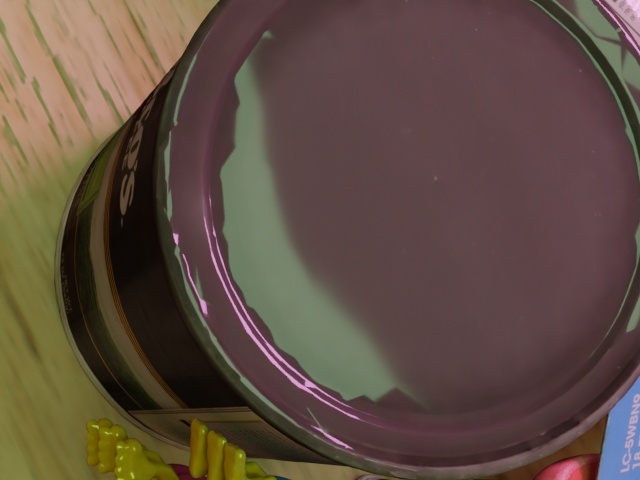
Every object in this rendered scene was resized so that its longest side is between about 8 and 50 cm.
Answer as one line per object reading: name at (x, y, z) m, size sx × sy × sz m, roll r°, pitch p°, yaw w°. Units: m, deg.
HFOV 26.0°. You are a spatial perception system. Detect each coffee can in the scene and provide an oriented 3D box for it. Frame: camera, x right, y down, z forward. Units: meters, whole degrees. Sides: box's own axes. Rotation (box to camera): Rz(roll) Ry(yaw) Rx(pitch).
coffee can at (0.000, 0.000, 0.611) m, size 0.201 × 0.275 × 0.202 m, roll 3°, pitch 82°, yaw -18°

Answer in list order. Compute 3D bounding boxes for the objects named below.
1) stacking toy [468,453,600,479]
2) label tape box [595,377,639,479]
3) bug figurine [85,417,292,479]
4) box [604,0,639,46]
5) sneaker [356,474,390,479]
stacking toy at (0.072, 0.260, 0.638) m, size 0.279 × 0.130 × 0.309 m, roll 11°, pitch 71°, yaw -54°
label tape box at (0.294, 0.010, 0.692) m, size 0.333 × 0.106 × 0.241 m, roll -6°, pitch 108°, yaw -43°
bug figurine at (-0.041, 0.195, 0.588) m, size 0.072 × 0.216 × 0.279 m, roll -3°, pitch 105°, yaw -30°
box at (0.151, -0.159, 0.762) m, size 0.311 × 0.121 × 0.148 m, roll 44°, pitch 72°, yaw -8°
sneaker at (0.054, 0.153, 0.735) m, size 0.083 × 0.037 × 0.032 m, roll 29°, pitch 73°, yaw -14°
